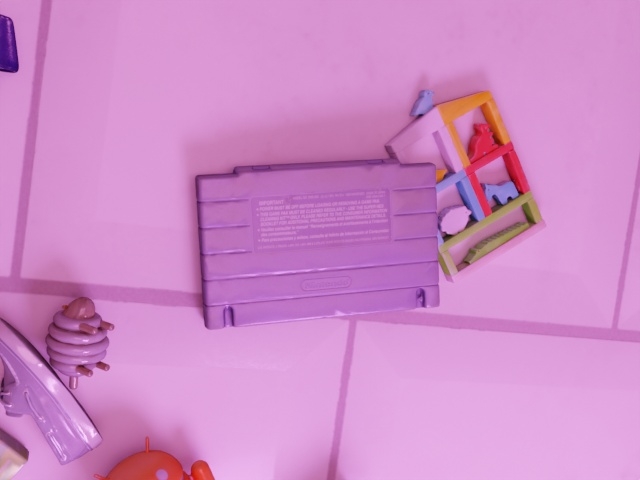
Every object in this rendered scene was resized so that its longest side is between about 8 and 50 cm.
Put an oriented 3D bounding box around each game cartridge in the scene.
[{"bbox_3d":[0.000,0.000,1.201,0.355,0.068,0.230,-4,93,-13],"label":"game cartridge"}]

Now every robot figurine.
[{"bbox_3d":[-0.226,0.387,1.137,0.158,0.128,0.219,-22,105,16],"label":"robot figurine"}]

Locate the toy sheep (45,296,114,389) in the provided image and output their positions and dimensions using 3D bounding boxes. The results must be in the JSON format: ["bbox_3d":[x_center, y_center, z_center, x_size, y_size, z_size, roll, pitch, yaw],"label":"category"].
[{"bbox_3d":[-0.325,0.139,1.097,0.091,0.091,0.132,8,99,-20],"label":"toy sheep"}]

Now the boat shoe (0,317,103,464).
[{"bbox_3d":[-0.383,0.207,1.086,0.081,0.079,0.227,-37,110,-17],"label":"boat shoe"}]

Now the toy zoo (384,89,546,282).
[{"bbox_3d":[0.225,-0.105,1.295,0.192,0.030,0.293,-29,105,-14],"label":"toy zoo"}]

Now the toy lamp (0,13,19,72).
[{"bbox_3d":[-0.431,-0.148,1.030,0.080,0.080,0.275,8,92,-20],"label":"toy lamp"}]

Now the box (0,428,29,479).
[{"bbox_3d":[-0.575,0.270,1.037,0.322,0.058,0.232,44,81,-20],"label":"box"}]
